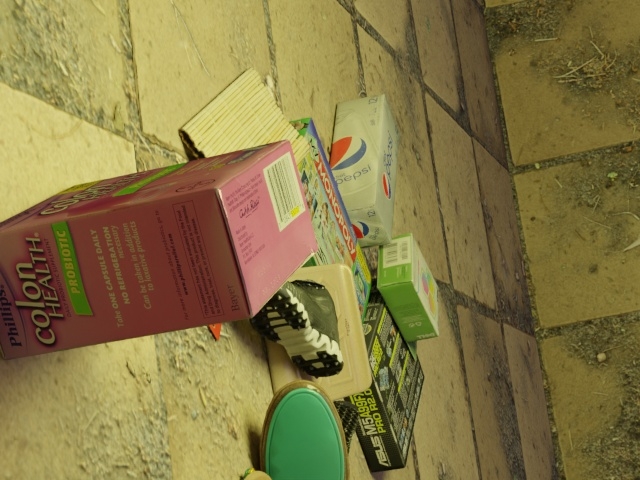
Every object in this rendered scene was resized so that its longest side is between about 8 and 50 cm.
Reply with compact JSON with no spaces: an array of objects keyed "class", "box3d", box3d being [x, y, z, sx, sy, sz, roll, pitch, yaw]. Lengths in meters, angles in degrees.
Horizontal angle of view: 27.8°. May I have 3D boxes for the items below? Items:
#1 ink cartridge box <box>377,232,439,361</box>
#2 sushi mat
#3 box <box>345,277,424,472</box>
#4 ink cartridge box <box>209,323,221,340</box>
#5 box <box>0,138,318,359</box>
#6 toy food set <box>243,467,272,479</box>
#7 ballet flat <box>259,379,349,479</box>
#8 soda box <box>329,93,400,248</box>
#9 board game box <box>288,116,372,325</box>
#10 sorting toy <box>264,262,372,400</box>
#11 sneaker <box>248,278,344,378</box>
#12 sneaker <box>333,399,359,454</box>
[{"class":"ink cartridge box","box3d":[0.158,0.097,2.177,0.109,0.062,0.209,-86,157,-43]},{"class":"sushi mat","box3d":[-0.094,-0.134,1.747,0.151,0.019,0.316,52,24,-9]},{"class":"box","box3d":[0.101,0.215,2.132,0.270,0.060,0.216,-68,142,-60]},{"class":"ink cartridge box","box3d":[-0.118,0.062,1.606,0.115,0.029,0.062,-82,155,-46]},{"class":"box","box3d":[-0.153,0.004,1.187,0.213,0.243,0.117,-45,121,-68]},{"class":"toy food set","box3d":[-0.076,0.321,1.573,0.083,0.020,0.082,62,38,-25]},{"class":"ballet flat","box3d":[-0.008,0.337,1.674,0.124,0.116,0.342,-118,-166,-82]},{"class":"soda box","box3d":[0.073,-0.119,2.195,0.286,0.091,0.098,-83,156,-44]},{"class":"board game box","box3d":[0.000,0.000,1.979,0.213,0.046,0.317,-73,147,-54]},{"class":"sorting toy","box3d":[-0.012,0.134,1.820,0.208,0.038,0.192,-6,85,-54]},{"class":"sneaker","box3d":[-0.035,0.087,1.695,0.234,0.078,0.106,52,33,-50]},{"class":"sneaker","box3d":[0.012,0.304,1.811,0.075,0.057,0.161,98,12,-47]}]
